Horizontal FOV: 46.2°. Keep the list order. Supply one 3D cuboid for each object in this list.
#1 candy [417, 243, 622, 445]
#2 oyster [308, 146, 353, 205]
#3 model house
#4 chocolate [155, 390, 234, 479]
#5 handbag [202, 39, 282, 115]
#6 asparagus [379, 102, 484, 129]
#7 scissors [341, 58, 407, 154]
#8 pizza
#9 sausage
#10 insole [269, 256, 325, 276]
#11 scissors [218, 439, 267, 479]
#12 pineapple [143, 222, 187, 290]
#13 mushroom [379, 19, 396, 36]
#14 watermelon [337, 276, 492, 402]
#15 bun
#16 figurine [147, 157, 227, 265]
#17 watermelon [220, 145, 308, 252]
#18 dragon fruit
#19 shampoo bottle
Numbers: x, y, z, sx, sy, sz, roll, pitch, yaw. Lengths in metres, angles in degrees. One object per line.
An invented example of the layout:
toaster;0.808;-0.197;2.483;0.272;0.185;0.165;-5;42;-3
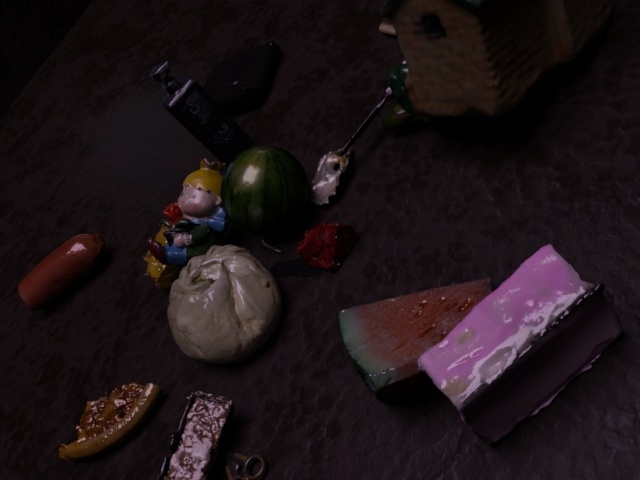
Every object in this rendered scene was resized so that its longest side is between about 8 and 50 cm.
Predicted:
candy;0.283;0.150;1.051;0.265;0.155;0.116;-43;44;2
oyster;0.016;-0.137;1.619;0.122;0.045;0.146;-22;51;21
model house;0.284;-0.459;1.367;0.335;0.342;0.382;10;46;44
chocolate;-0.237;0.430;1.315;0.102;0.065;0.329;5;64;29
handbag;-0.240;-0.447;2.085;0.247;0.080;0.223;-10;50;34
asparagus;0.252;-0.267;1.510;0.287;0.080;0.080;-2;55;43
scissors;0.142;-0.307;1.602;0.024;0.160;0.317;38;86;8
pizza;-0.436;0.369;1.556;0.271;0.056;0.134;-28;50;18
sausage;-0.676;0.073;1.984;0.259;0.113;0.113;-38;40;10
insole;-0.046;0.056;1.537;0.153;0.002;0.053;-9;50;35
scissors;-0.173;0.381;1.351;0.088;0.017;0.220;-52;39;-6
pineapple;-0.338;0.000;1.779;0.233;0.079;0.135;-50;37;-7
mushroom;0.192;-0.514;1.793;0.187;0.061;0.060;21;77;53
watermelon;0.171;0.152;1.186;0.257;0.140;0.193;-27;37;6
bun;-0.209;0.122;1.499;0.259;0.160;0.259;-23;46;27
figurine;-0.286;-0.065;1.654;0.127;0.185;0.234;-144;57;-68
watermelon;-0.120;-0.094;1.601;0.188;0.214;0.188;4;21;-1
dragon fruit;-0.001;-0.002;1.497;0.131;0.063;0.097;11;60;46
shampoo bottle;-0.299;-0.313;1.836;0.098;0.309;0.071;-49;38;-3
